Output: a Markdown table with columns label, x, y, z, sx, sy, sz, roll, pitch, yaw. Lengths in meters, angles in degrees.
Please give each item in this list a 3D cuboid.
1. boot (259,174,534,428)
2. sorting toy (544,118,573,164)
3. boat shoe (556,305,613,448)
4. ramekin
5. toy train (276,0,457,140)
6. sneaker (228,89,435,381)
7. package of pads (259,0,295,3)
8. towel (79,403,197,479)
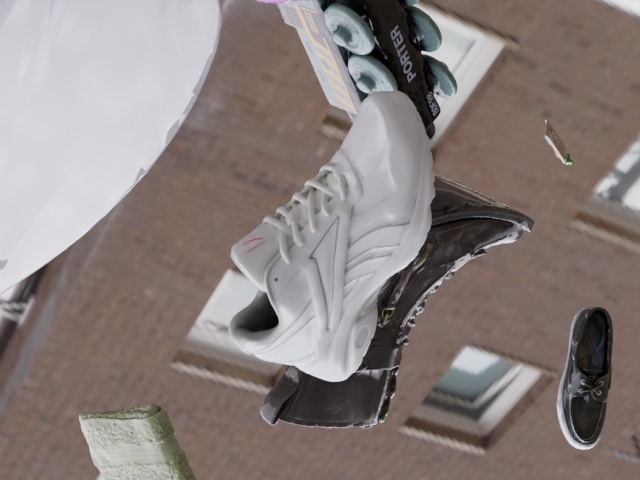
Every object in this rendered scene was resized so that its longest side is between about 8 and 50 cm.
| label | x | y | z | sx | sy | sz | roll | pitch | yaw |
| --- | --- | --- | --- | --- | --- | --- | --- | --- | --- |
| boot | 0.068 | 0.061 | 1.089 | 0.263 | 0.229 | 0.091 | 0 | -158 | -40 |
| sorting toy | 0.370 | -0.143 | 1.871 | 0.083 | 0.012 | 0.062 | 52 | -155 | -20 |
| boat shoe | 0.262 | 0.132 | 1.179 | 0.049 | 0.040 | 0.142 | 6 | -103 | -1 |
| ramekin | -0.189 | -0.079 | 0.554 | 0.127 | 0.273 | 0.273 | 48 | -145 | 15 |
| toy train | 0.055 | -0.262 | 1.582 | 0.190 | 0.334 | 0.142 | 27 | -112 | 38 |
| sneaker | 0.000 | 0.000 | 0.842 | 0.115 | 0.232 | 0.090 | 8 | -154 | -26 |
| package of pads | -0.032 | -0.259 | 1.097 | 0.050 | 0.083 | 0.032 | 8 | -169 | 40 |
| towel | -0.201 | 0.231 | 1.305 | 0.027 | 0.148 | 0.110 | -35 | -73 | -46 |
